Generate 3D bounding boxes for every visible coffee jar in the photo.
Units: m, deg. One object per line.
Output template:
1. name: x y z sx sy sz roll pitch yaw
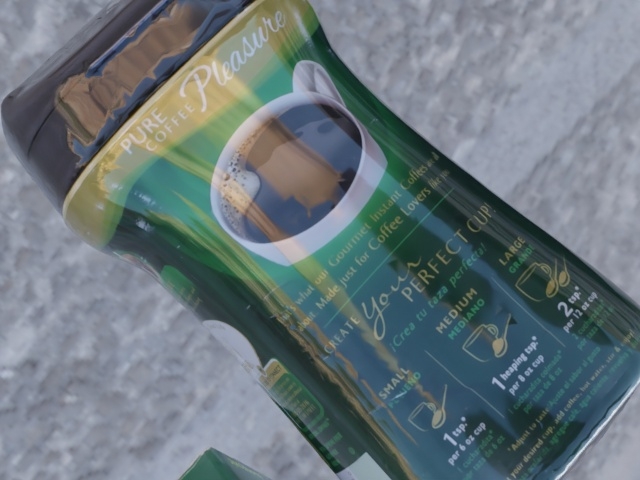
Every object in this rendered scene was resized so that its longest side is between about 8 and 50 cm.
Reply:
1. coffee jar: 0.000 0.000 0.393 0.096 0.184 0.079 -45 178 -14

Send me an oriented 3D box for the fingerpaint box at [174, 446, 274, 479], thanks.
1. fingerpaint box: 0.106 0.334 0.705 0.163 0.371 0.445 -48 141 1
